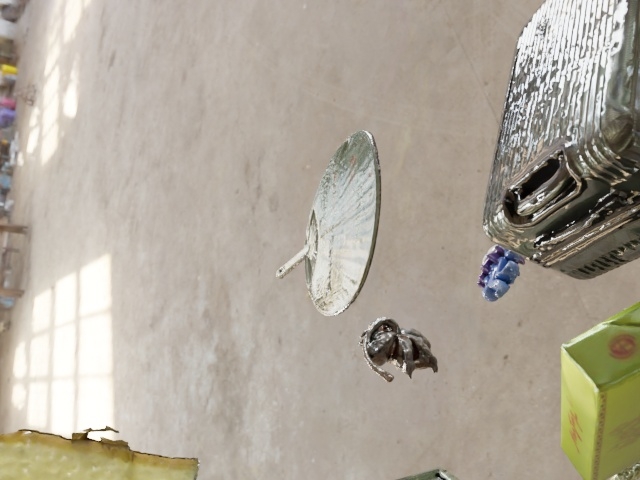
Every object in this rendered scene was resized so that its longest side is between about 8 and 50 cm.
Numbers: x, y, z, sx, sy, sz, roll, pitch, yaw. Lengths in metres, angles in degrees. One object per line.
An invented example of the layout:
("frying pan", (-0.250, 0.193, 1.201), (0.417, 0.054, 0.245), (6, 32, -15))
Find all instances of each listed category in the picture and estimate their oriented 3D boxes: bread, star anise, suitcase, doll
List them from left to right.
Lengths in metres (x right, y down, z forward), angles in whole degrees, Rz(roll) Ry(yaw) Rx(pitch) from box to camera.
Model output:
("bread", (-0.362, 0.414, 1.020), (0.248, 0.279, 0.315), (-109, -2, -49))
("star anise", (0.241, 0.328, 1.955), (0.359, 0.316, 0.139), (40, 122, 56))
("doll", (0.310, 0.052, 1.081), (0.110, 0.067, 0.206), (-57, -3, 19))
("suitcase", (0.254, -0.132, 0.541), (0.202, 0.128, 0.312), (128, 164, -62))
("bread", (0.808, 0.481, 1.509), (0.056, 0.207, 0.286), (43, 107, 28))

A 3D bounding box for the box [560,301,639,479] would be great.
("box", (0.334, 0.058, 0.469), (0.335, 0.187, 0.047), (-28, 49, -2))

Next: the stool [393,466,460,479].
("stool", (0.183, 0.537, 1.047), (0.243, 0.269, 0.170), (24, 107, 52))

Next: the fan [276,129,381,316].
("fan", (0.009, 0.014, 0.772), (0.223, 0.012, 0.294), (-104, 33, -48))
